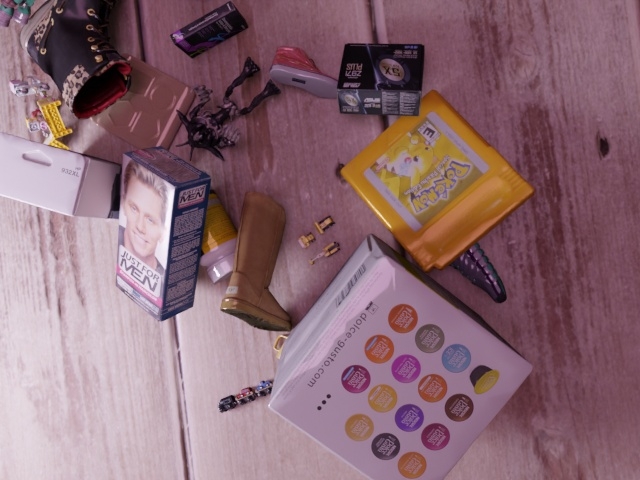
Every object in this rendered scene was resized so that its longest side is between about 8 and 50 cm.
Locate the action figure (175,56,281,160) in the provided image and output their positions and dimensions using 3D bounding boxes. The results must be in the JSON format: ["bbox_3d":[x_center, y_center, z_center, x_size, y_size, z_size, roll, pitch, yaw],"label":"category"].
[{"bbox_3d":[-0.231,-0.295,1.312,0.275,0.141,0.164,-43,95,5],"label":"action figure"}]

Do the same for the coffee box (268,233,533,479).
[{"bbox_3d":[0.140,0.230,1.129,0.334,0.338,0.338,37,96,-4],"label":"coffee box"}]

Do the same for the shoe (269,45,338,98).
[{"bbox_3d":[-0.025,-0.393,1.315,0.178,0.063,0.081,14,66,-8],"label":"shoe"}]

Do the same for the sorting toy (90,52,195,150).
[{"bbox_3d":[-0.436,-0.330,1.399,0.208,0.038,0.193,29,95,4],"label":"sorting toy"}]

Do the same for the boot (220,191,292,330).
[{"bbox_3d":[-0.117,0.058,1.298,0.089,0.236,0.270,-1,67,27],"label":"boot"}]

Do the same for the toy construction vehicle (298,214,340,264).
[{"bbox_3d":[0.000,0.000,1.326,0.098,0.035,0.086,-31,85,8],"label":"toy construction vehicle"}]

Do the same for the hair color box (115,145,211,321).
[{"bbox_3d":[-0.355,-0.012,1.255,0.174,0.105,0.347,31,123,26],"label":"hair color box"}]

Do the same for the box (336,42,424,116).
[{"bbox_3d":[0.135,-0.356,1.252,0.180,0.077,0.147,5,60,10],"label":"box"}]

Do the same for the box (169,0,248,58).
[{"bbox_3d":[-0.257,-0.489,1.326,0.162,0.116,0.029,-27,88,8],"label":"box"}]

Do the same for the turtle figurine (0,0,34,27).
[{"bbox_3d":[-0.652,-0.588,1.256,0.118,0.175,0.234,43,113,7],"label":"turtle figurine"}]

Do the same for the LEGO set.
[{"bbox_3d":[-0.701,-0.273,1.407,0.107,0.132,0.287,46,130,34],"label":"LEGO set"}]

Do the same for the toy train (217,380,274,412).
[{"bbox_3d":[-0.176,0.371,1.360,0.158,0.027,0.036,-24,76,9],"label":"toy train"}]

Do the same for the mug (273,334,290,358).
[{"bbox_3d":[-0.070,0.251,1.327,0.078,0.062,0.064,23,86,2],"label":"mug"}]

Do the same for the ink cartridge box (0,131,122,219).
[{"bbox_3d":[-0.546,-0.132,1.276,0.223,0.307,0.129,16,92,9],"label":"ink cartridge box"}]

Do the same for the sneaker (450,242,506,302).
[{"bbox_3d":[0.321,0.053,1.261,0.098,0.083,0.224,-33,74,18],"label":"sneaker"}]

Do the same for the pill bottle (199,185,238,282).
[{"bbox_3d":[-0.257,-0.014,1.325,0.119,0.119,0.208,-32,85,8],"label":"pill bottle"}]

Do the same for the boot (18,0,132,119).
[{"bbox_3d":[-0.521,-0.493,1.327,0.377,0.138,0.284,-40,70,11],"label":"boot"}]

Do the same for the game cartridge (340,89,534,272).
[{"bbox_3d":[0.246,-0.128,1.242,0.285,0.052,0.324,-41,69,7],"label":"game cartridge"}]
